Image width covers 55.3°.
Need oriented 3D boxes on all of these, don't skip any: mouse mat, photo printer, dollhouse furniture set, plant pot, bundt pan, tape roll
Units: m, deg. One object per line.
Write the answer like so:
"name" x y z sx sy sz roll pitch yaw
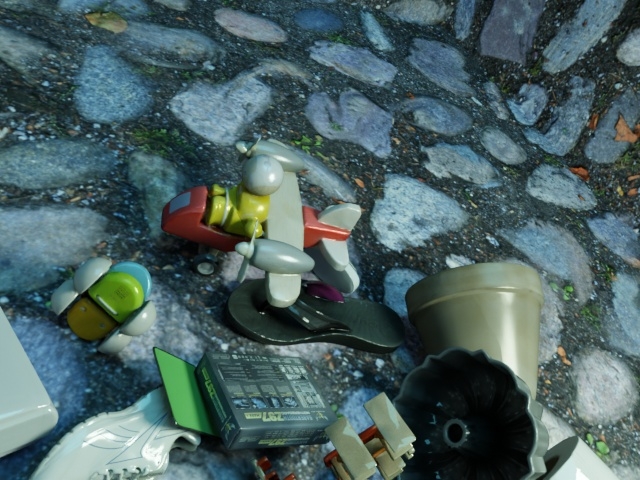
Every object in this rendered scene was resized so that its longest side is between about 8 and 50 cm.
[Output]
"mouse mat" -0.227 0.273 1.077 0.152 0.007 0.189 62 5 32
"photo printer" -0.576 0.199 0.908 0.256 0.107 0.307 -14 48 -42
"dollhouse furniture set" 0.027 0.376 1.060 0.259 0.262 0.135 -29 62 -14
"plant pot" 0.368 0.241 1.411 0.323 0.323 0.280 10 62 -26
"bundt pan" 0.291 0.380 1.182 0.124 0.331 0.330 25 35 -40
"tape roll" 0.476 0.528 1.192 0.169 0.246 0.246 48 41 17

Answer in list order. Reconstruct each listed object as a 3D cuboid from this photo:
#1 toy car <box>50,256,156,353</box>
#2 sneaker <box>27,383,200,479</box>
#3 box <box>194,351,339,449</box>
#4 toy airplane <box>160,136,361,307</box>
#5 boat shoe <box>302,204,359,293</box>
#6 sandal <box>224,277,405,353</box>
"toy car" -0.379 0.104 1.116 0.159 0.182 0.136 47 31 -12
"sneaker" -0.314 0.334 0.974 0.297 0.111 0.129 -22 68 -45
"box" -0.098 0.294 1.136 0.233 0.059 0.183 11 28 -40
"toy airplane" -0.098 -0.065 1.323 0.386 0.272 0.384 33 52 26
"boat shoe" -0.001 0.003 1.527 0.306 0.113 0.105 40 53 23
"sandal" 0.005 0.151 1.377 0.446 0.107 0.167 10 44 -26
